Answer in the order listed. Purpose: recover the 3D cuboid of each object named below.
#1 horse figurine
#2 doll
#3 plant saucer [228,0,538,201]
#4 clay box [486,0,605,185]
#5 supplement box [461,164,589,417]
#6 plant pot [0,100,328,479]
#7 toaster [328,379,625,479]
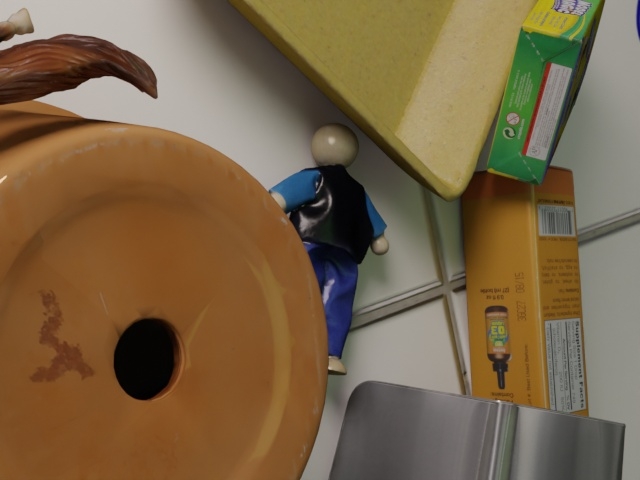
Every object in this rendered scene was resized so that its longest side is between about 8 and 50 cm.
[{"bbox_3d":[-0.209,-0.081,0.395,0.174,0.263,0.066,-56,146,-51],"label":"horse figurine"},{"bbox_3d":[0.000,0.000,0.682,0.129,0.046,0.189,22,72,-39],"label":"doll"},{"bbox_3d":[0.037,-0.248,0.719,0.333,0.081,0.332,41,62,-31],"label":"plant saucer"},{"bbox_3d":[0.204,-0.153,0.797,0.222,0.053,0.127,-51,154,-53],"label":"clay box"},{"bbox_3d":[0.181,0.053,0.814,0.080,0.078,0.233,4,83,-44],"label":"supplement box"},{"bbox_3d":[-0.133,0.059,0.456,0.291,0.203,0.290,5,83,-41],"label":"plant pot"},{"bbox_3d":[0.122,0.173,0.679,0.168,0.186,0.110,16,80,-38],"label":"toaster"}]
